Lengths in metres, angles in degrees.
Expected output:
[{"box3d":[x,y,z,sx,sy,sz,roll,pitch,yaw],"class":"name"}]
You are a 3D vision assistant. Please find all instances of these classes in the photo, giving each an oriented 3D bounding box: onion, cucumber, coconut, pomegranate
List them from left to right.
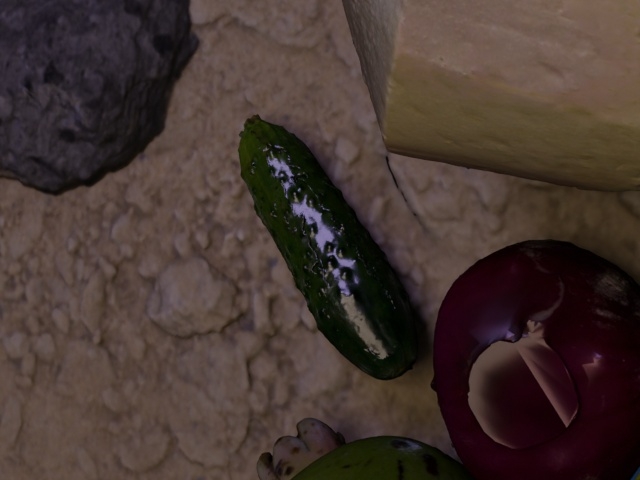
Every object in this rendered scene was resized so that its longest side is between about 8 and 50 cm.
[{"box3d":[0.000,0.000,1.063,0.069,0.069,0.227,-44,64,26],"class":"cucumber"},{"box3d":[0.023,0.211,0.993,0.210,0.179,0.179,5,93,52],"class":"pomegranate"},{"box3d":[0.121,-0.153,0.847,0.244,0.239,0.239,14,100,5],"class":"coconut"},{"box3d":[0.157,0.078,0.914,0.198,0.135,0.173,-21,82,31],"class":"onion"}]

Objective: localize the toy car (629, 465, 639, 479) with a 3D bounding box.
[{"box3d":[0.287,0.175,0.807,0.248,0.200,0.142,4,115,36],"class":"toy car"}]
